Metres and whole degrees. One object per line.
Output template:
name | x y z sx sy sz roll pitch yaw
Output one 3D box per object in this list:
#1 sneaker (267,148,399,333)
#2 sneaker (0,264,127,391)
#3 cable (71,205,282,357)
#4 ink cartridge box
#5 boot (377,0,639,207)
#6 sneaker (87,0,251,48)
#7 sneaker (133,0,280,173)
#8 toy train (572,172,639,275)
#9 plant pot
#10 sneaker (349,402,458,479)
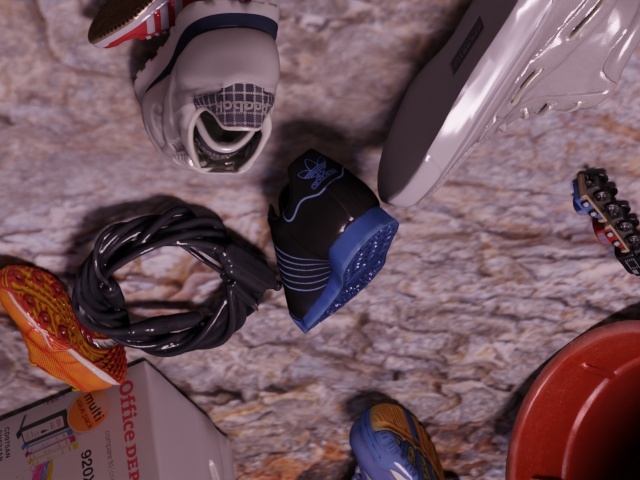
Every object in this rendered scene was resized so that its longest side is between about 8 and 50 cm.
sneaker | 0.000 0.000 1.380 0.081 0.090 0.232 -37 169 -22
sneaker | -0.227 0.082 1.430 0.067 0.064 0.175 -15 140 18
cable | -0.131 0.035 1.411 0.151 0.047 0.184 -30 143 24
ink cartridge box | -0.208 0.251 1.554 0.233 0.171 0.168 -23 140 13
boot | 0.147 -0.107 1.262 0.123 0.095 0.258 16 133 -21
sneaker | -0.099 -0.156 1.183 0.118 0.042 0.067 -31 134 20
sneaker | -0.079 -0.083 1.197 0.090 0.094 0.235 -5 164 -11
toy train | 0.252 -0.012 1.466 0.036 0.027 0.158 -17 143 24
plant pot | 0.364 0.232 1.628 0.265 0.272 0.272 16 134 -42
sneaker | 0.070 0.268 1.695 0.131 0.112 0.296 -20 140 10
